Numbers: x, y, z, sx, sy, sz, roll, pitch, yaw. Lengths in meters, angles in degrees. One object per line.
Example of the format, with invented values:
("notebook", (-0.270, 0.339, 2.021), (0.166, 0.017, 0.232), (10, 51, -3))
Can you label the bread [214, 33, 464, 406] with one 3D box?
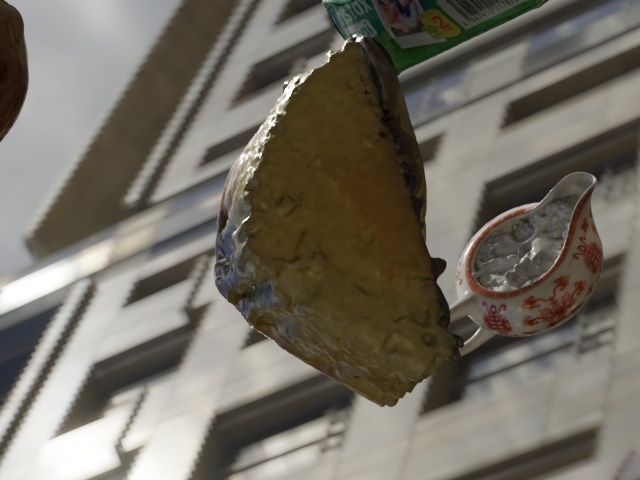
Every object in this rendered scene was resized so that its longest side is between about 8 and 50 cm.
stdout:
("bread", (0.000, 0.000, 1.486), (0.204, 0.162, 0.262), (123, 133, -75))

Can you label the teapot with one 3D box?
("teapot", (0.212, 0.040, 2.111), (0.159, 0.245, 0.116), (35, 163, 37))

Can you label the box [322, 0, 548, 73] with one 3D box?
("box", (0.132, -0.235, 1.638), (0.180, 0.250, 0.103), (-40, -79, -35))

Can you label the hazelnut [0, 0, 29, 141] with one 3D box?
("hazelnut", (-0.363, -0.155, 1.803), (0.176, 0.214, 0.214), (127, 120, -89))
